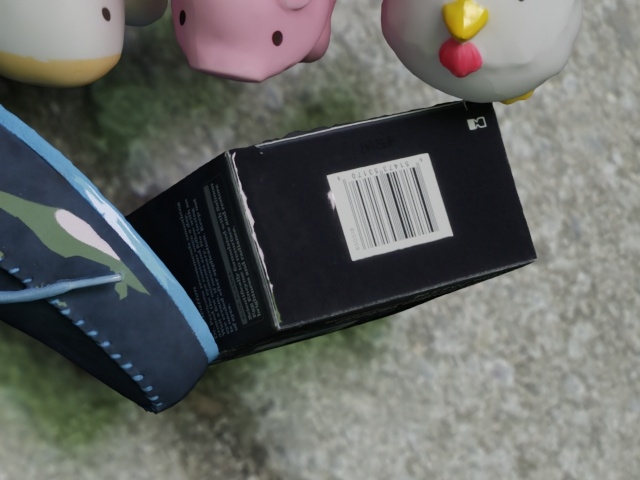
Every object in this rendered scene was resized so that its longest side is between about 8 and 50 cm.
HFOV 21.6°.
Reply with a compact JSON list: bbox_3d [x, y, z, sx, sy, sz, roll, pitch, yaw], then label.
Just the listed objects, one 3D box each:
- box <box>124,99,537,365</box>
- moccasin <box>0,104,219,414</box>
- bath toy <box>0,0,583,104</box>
[{"bbox_3d":[0.000,0.000,0.874,0.156,0.158,0.093,-13,84,-28],"label":"box"},{"bbox_3d":[-0.208,-0.019,0.809,0.342,0.138,0.117,39,69,1],"label":"moccasin"},{"bbox_3d":[-0.047,-0.136,0.810,0.348,0.129,0.151,8,65,8],"label":"bath toy"}]
